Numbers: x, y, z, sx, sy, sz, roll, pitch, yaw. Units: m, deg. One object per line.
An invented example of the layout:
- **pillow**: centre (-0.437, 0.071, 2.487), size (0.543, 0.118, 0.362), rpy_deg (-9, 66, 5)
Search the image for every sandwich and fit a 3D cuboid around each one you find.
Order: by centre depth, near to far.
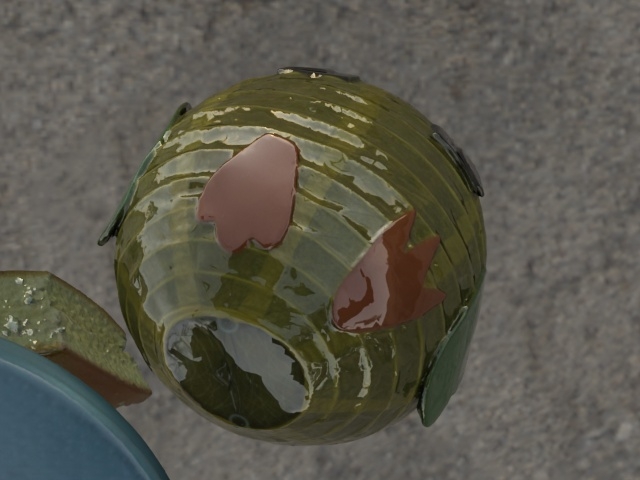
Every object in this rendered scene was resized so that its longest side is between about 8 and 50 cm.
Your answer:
- **sandwich**: centre (-0.255, 0.083, 1.006), size (0.096, 0.258, 0.094), rpy_deg (111, 145, -42)

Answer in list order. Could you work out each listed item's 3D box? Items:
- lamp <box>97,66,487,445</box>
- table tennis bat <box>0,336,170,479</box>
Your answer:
- **lamp**: centre (0.000, 0.000, 0.877), size (0.250, 0.284, 0.250), rpy_deg (13, 128, 17)
- **table tennis bat**: centre (-0.140, 0.181, 0.567), size (0.215, 0.044, 0.329), rpy_deg (-29, 104, 5)
